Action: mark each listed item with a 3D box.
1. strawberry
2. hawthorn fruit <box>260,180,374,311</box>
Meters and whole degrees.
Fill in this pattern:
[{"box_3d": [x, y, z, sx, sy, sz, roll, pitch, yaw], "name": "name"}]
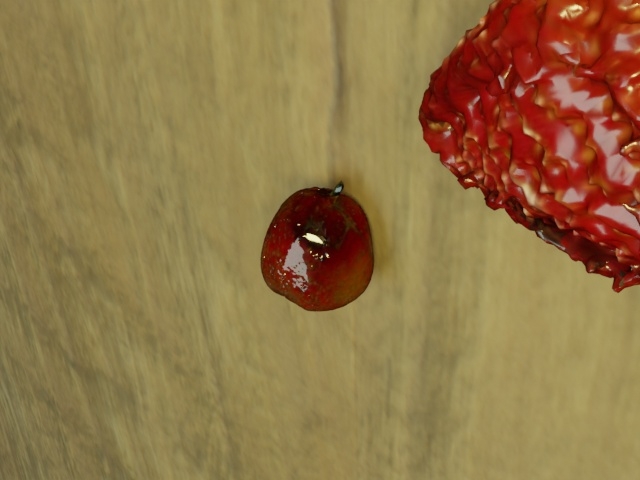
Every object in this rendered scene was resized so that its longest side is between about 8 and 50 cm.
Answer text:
[{"box_3d": [0.119, -0.044, 0.610, 0.286, 0.106, 0.188, -10, 105, 64], "name": "strawberry"}, {"box_3d": [-0.002, 0.005, 0.930, 0.077, 0.077, 0.077, 43, 150, 33], "name": "hawthorn fruit"}]
